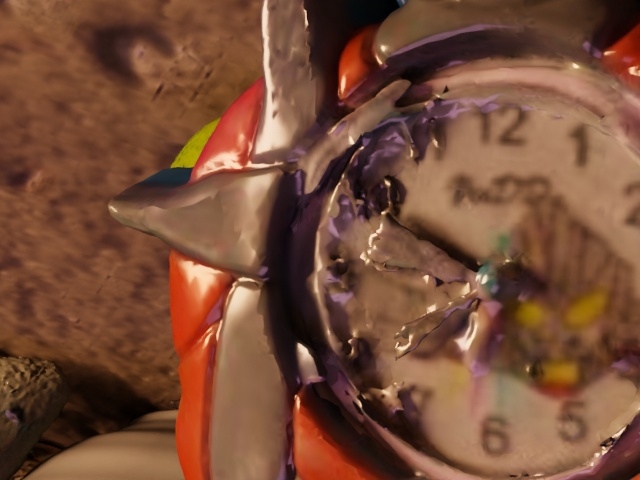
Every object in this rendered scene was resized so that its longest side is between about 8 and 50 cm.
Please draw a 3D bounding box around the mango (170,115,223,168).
[{"bbox_3d":[0.006,-0.001,0.791,0.117,0.089,0.163,-8,145,29],"label":"mango"}]

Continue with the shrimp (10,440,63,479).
[{"bbox_3d":[-0.268,0.130,1.151,0.219,0.046,0.152,15,153,-7],"label":"shrimp"}]

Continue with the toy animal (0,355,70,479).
[{"bbox_3d":[-0.267,0.156,1.060,0.253,0.070,0.079,-36,121,-2],"label":"toy animal"}]

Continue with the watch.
[{"bbox_3d":[0.087,-0.040,0.589,0.241,0.305,0.274,1,180,21],"label":"watch"}]

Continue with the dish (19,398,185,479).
[{"bbox_3d":[-0.064,0.191,1.128,0.316,0.106,0.316,11,150,7],"label":"dish"}]
